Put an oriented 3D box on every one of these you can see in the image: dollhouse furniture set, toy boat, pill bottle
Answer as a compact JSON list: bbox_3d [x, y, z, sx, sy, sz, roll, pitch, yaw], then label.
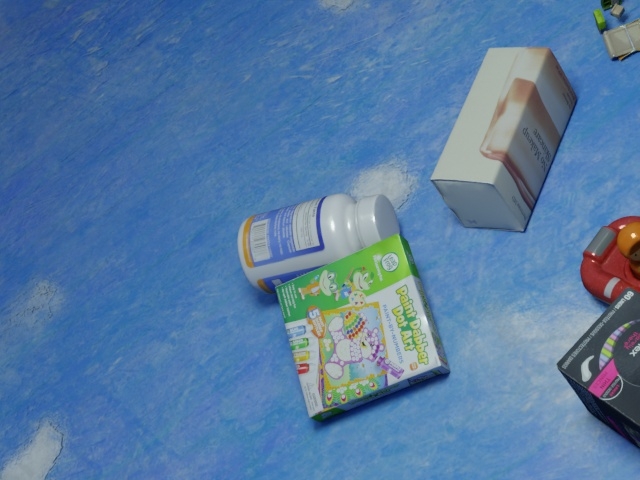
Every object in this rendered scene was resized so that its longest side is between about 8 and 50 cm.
[{"bbox_3d":[0.550,-0.393,2.174,0.076,0.058,0.152,-19,66,11],"label":"dollhouse furniture set"},{"bbox_3d":[0.493,0.028,1.783,0.231,0.151,0.151,27,74,44],"label":"toy boat"},{"bbox_3d":[0.000,0.000,2.140,0.272,0.152,0.152,-14,50,24],"label":"pill bottle"}]

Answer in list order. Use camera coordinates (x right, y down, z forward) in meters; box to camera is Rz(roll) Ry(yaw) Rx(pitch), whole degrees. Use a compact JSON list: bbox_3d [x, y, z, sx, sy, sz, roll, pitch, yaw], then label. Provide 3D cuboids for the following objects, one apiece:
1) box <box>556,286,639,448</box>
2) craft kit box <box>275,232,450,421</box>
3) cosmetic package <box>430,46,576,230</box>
[{"bbox_3d":[0.493,0.214,1.641,0.165,0.143,0.270,-47,45,-7],"label":"box"},{"bbox_3d":[0.066,0.148,1.997,0.246,0.061,0.250,-23,65,14],"label":"craft kit box"},{"bbox_3d":[0.324,-0.179,2.065,0.129,0.153,0.296,6,62,38],"label":"cosmetic package"}]
